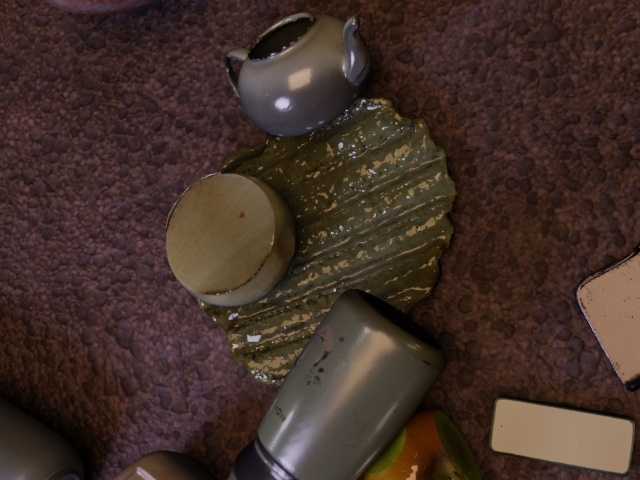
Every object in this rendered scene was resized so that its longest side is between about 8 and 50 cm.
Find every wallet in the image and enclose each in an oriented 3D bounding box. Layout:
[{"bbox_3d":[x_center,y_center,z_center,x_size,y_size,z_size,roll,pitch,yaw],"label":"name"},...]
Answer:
[{"bbox_3d":[0.502,0.055,1.285,0.318,0.045,0.173,-30,82,11],"label":"wallet"}]

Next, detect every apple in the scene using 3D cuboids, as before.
[{"bbox_3d":[0.140,0.311,1.305,0.146,0.147,0.163,38,86,-10],"label":"apple"}]

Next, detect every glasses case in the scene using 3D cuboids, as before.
[{"bbox_3d":[0.320,0.259,1.322,0.184,0.039,0.078,8,87,16],"label":"glasses case"}]

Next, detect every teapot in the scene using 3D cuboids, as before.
[{"bbox_3d":[-0.029,-0.237,1.377,0.294,0.129,0.193,1,45,45],"label":"teapot"}]

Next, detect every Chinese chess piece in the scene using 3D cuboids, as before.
[{"bbox_3d":[-0.125,-0.001,1.390,0.188,0.083,0.189,-6,76,24],"label":"Chinese chess piece"}]

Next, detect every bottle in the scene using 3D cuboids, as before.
[{"bbox_3d":[0.006,0.239,1.290,0.168,0.168,0.347,37,98,15],"label":"bottle"}]

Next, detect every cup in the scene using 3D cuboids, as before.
[{"bbox_3d":[-0.519,0.394,1.458,0.274,0.259,0.357,24,123,16],"label":"cup"}]

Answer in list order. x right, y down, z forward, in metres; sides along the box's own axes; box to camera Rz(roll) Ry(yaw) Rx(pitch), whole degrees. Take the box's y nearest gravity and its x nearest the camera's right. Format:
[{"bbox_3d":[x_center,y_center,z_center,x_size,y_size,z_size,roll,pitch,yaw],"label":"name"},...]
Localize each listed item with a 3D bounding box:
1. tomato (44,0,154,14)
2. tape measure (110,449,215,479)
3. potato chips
[{"bbox_3d":[-0.322,-0.482,1.430,0.316,0.282,0.317,-1,88,12],"label":"tomato"},{"bbox_3d":[-0.256,0.416,1.355,0.130,0.258,0.265,39,96,17],"label":"tape measure"},{"bbox_3d":[0.000,0.000,1.416,0.429,0.070,0.359,-26,77,12],"label":"potato chips"}]
